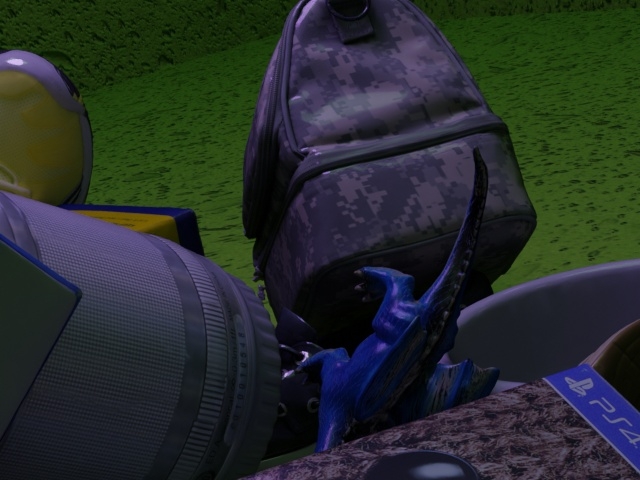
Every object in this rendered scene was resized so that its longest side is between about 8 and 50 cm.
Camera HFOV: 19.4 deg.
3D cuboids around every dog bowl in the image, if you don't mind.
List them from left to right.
[{"bbox_3d":[0.234,0.100,1.366,0.349,0.102,0.349,-11,14,3],"label":"dog bowl"}]

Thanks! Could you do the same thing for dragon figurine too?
[{"bbox_3d":[0.059,0.087,1.262,0.289,0.085,0.144,-52,25,12],"label":"dragon figurine"}]

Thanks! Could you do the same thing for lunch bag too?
[{"bbox_3d":[0.035,-0.061,1.655,0.213,0.256,0.305,-13,-17,-11],"label":"lunch bag"}]

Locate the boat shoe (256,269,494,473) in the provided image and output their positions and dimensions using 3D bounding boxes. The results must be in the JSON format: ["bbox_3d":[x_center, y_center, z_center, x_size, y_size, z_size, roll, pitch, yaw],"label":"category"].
[{"bbox_3d":[0.001,0.103,1.506,0.340,0.113,0.127,-14,14,-14],"label":"boat shoe"}]

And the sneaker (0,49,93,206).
[{"bbox_3d":[-0.310,0.011,1.705,0.145,0.384,0.147,19,25,-3],"label":"sneaker"}]

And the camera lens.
[{"bbox_3d":[-0.191,0.088,1.309,0.274,0.219,0.219,18,-10,-43],"label":"camera lens"}]

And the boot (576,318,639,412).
[{"bbox_3d":[0.129,0.139,1.157,0.262,0.095,0.203,-37,5,-36],"label":"boot"}]

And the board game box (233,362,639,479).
[{"bbox_3d":[0.056,0.208,0.826,0.291,0.141,0.232,-16,35,-22],"label":"board game box"}]

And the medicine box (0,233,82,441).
[{"bbox_3d":[-0.312,0.094,1.045,0.289,0.149,0.263,5,63,53],"label":"medicine box"}]

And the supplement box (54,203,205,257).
[{"bbox_3d":[-0.274,0.110,1.520,0.356,0.195,0.194,-22,17,-41],"label":"supplement box"}]
